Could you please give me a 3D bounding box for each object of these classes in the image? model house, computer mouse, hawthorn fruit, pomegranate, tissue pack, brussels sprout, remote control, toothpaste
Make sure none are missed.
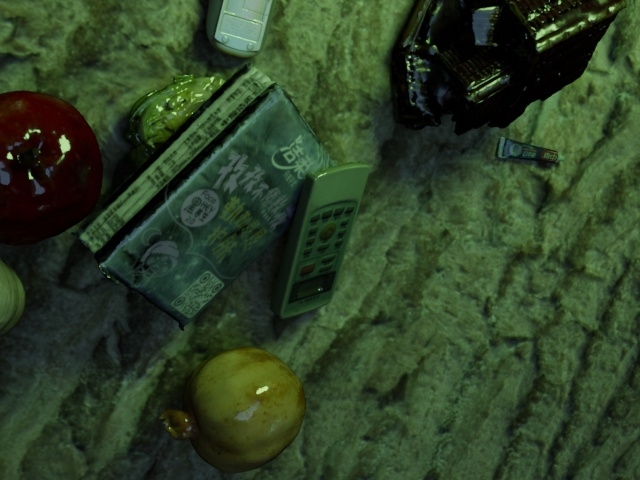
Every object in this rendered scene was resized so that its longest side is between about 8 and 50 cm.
[{"bbox_3d":[0.269,-0.326,1.310,0.317,0.282,0.297,-27,113,-12],"label":"model house"},{"bbox_3d":[-0.110,-0.375,1.283,0.102,0.045,0.198,10,102,-22],"label":"computer mouse"},{"bbox_3d":[-0.401,-0.106,1.139,0.230,0.266,0.210,1,82,-22],"label":"hawthorn fruit"},{"bbox_3d":[-0.126,0.274,1.386,0.207,0.207,0.207,-6,107,-19],"label":"pomegranate"},{"bbox_3d":[-0.153,-0.055,1.274,0.361,0.122,0.259,-46,147,-4],"label":"tissue pack"},{"bbox_3d":[-0.208,-0.173,1.281,0.181,0.100,0.139,-45,120,-18],"label":"brussels sprout"},{"bbox_3d":[0.000,0.000,1.365,0.123,0.038,0.285,-15,136,-41],"label":"remote control"},{"bbox_3d":[0.382,-0.158,1.548,0.140,0.021,0.037,7,98,-20],"label":"toothpaste"}]

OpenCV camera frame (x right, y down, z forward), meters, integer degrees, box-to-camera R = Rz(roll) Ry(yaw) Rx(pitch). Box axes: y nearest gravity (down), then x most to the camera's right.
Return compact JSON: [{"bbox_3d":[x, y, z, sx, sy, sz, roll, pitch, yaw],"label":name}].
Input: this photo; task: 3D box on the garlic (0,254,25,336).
[{"bbox_3d":[-0.520,0.072,1.177,0.228,0.228,0.152,-5,79,-19],"label":"garlic"}]
